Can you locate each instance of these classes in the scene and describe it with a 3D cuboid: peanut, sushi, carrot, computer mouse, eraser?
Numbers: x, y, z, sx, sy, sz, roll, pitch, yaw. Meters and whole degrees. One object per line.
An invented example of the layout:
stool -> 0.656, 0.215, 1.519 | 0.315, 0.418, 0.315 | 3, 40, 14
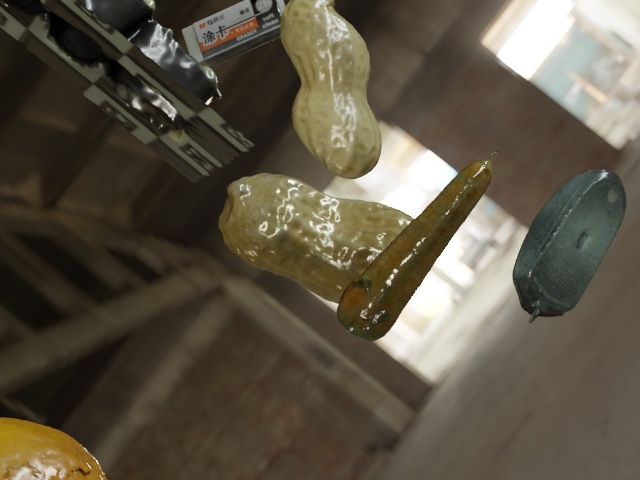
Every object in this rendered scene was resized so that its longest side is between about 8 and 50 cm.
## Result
peanut -> 0.001, 0.008, 2.308 | 0.143, 0.291, 0.159 | -75, 1, -55
sushi -> -0.206, -0.225, 1.618 | 0.100, 0.373, 0.296 | -53, 9, -14
carrot -> 0.128, -0.004, 2.064 | 0.298, 0.078, 0.078 | -52, -3, 4
computer mouse -> 0.320, 0.006, 2.209 | 0.229, 0.113, 0.068 | -57, 30, -7
eraser -> -0.097, -0.244, 1.942 | 0.122, 0.052, 0.029 | -23, -20, 12
peanut -> 0.009, -0.148, 1.586 | 0.082, 0.187, 0.082 | -9, -2, 0

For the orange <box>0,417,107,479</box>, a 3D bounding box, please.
orange -> -0.229, 0.231, 1.153 | 0.219, 0.193, 0.219 | 19, -90, -78
